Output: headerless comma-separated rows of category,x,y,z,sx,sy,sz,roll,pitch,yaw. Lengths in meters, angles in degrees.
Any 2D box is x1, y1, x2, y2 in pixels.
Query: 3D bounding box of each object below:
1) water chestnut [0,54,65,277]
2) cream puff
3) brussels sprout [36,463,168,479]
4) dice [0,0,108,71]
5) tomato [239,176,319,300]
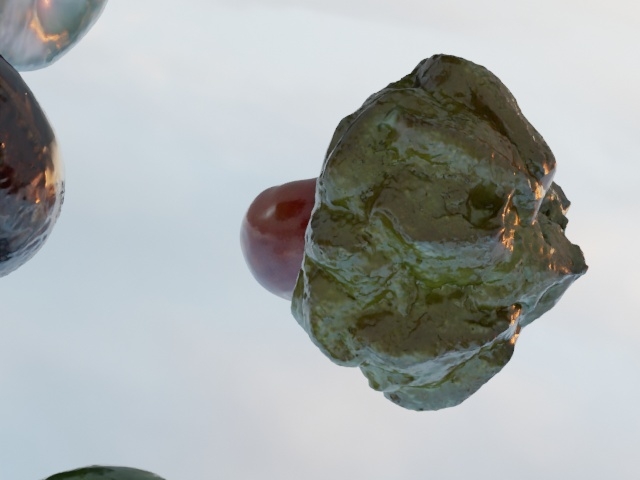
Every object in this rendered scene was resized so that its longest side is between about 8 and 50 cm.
water chestnut,-0.317,-0.065,1.513,0.223,0.224,0.238,9,-178,-4
cream puff,0.078,-0.005,1.329,0.196,0.244,0.244,42,-156,1
brussels sprout,-0.125,0.223,1.190,0.180,0.162,0.144,16,180,-14
dice,-0.401,-0.379,1.944,0.330,0.348,0.328,25,-167,30
tomato,0.000,0.000,2.267,0.195,0.136,0.195,-5,163,-1
